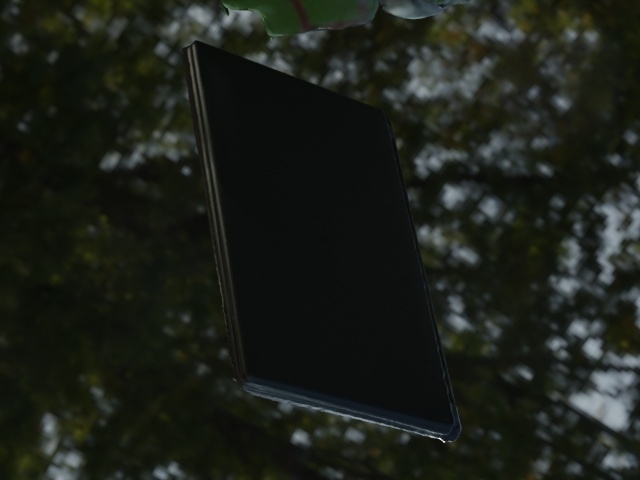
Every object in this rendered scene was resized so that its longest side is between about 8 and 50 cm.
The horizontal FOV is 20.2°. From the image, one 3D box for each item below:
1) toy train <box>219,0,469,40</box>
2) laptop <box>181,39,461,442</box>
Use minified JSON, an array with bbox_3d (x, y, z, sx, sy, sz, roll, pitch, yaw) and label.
[{"bbox_3d":[0.001,-0.138,0.392,0.081,0.202,0.060,-9,-144,-5],"label":"toy train"},{"bbox_3d":[0.000,0.000,0.801,0.016,0.129,0.180,-39,-132,36],"label":"laptop"}]
